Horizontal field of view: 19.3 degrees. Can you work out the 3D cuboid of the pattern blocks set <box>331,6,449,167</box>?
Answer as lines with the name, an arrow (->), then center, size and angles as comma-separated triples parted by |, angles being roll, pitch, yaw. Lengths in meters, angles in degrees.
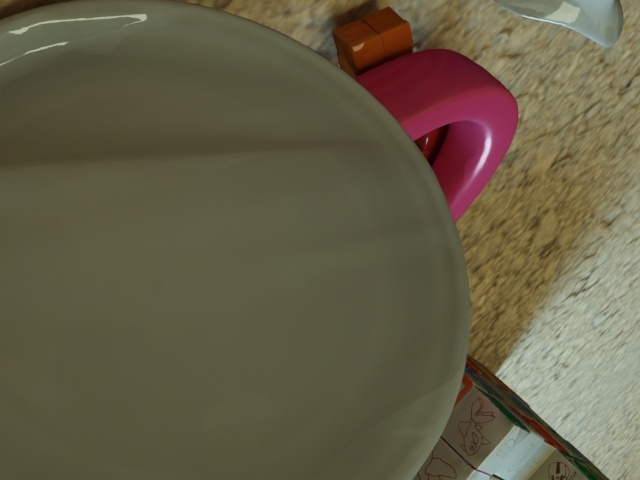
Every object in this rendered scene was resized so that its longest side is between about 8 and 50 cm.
pattern blocks set -> -0.038, -0.013, 1.080 | 0.285, 0.026, 0.325 | -51, 156, 8

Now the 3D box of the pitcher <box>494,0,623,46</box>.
pitcher -> 0.147, -0.202, 1.000 | 0.177, 0.125, 0.207 | -3, 145, -37

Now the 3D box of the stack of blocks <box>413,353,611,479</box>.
stack of blocks -> 0.131, 0.166, 1.460 | 0.087, 0.171, 0.297 | -48, 156, 3

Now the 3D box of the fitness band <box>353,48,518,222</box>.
fitness band -> 0.000, 0.000, 1.073 | 0.291, 0.054, 0.209 | -31, 149, -33

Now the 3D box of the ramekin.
ramekin -> -0.079, 0.038, 0.821 | 0.273, 0.273, 0.127 | -33, 165, -28
